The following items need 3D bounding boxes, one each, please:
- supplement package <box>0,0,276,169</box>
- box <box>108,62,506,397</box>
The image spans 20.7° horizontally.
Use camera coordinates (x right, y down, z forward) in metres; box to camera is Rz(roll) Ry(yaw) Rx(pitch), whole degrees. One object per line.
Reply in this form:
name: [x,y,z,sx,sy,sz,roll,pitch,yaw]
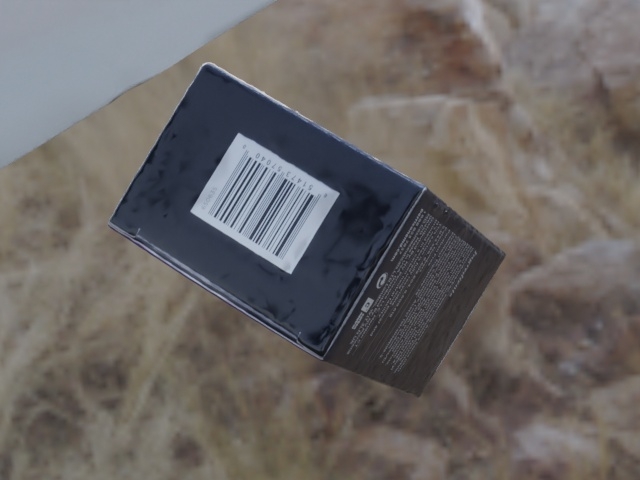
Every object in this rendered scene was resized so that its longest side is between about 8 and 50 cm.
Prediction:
supplement package: [-0.106,-0.149,0.523,0.194,0.203,0.149,-31,21,2]
box: [0.000,0.000,1.011,0.153,0.108,0.207,31,0,22]
